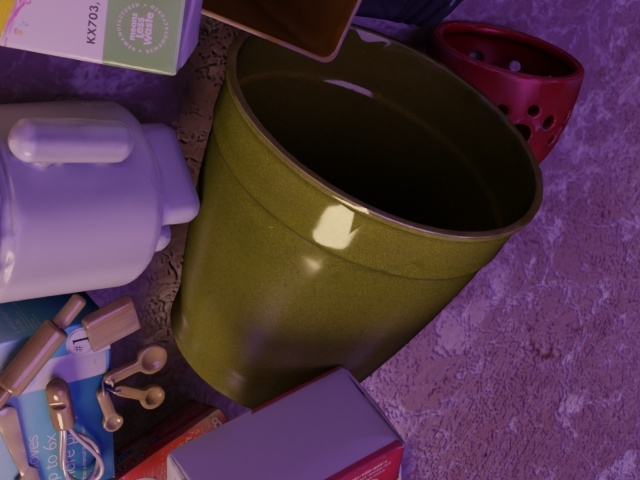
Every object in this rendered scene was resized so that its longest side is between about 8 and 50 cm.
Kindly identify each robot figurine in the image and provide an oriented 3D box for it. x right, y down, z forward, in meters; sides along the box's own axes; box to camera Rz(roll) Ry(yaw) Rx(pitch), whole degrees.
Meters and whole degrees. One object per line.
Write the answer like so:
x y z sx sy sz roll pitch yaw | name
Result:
-0.302 -0.040 1.550 0.354 0.199 0.300 -7 155 -37 | robot figurine

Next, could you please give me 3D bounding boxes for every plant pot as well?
0.000 0.000 1.694 0.367 0.366 0.353 3 131 -35 | plant pot
-0.070 -0.335 1.570 0.212 0.187 0.212 17 103 -38 | plant pot
0.205 -0.154 1.847 0.191 0.191 0.174 -1 117 -33 | plant pot

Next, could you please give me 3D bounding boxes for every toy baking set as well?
-0.266 0.176 1.641 0.256 0.030 0.197 -48 131 -4 | toy baking set

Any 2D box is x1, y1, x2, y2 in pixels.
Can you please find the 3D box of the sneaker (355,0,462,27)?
0.128 -0.351 1.681 0.147 0.104 0.295 12 136 -28 | sneaker

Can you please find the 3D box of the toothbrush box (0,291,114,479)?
-0.385 0.181 1.669 0.296 0.126 0.216 -11 119 -27 | toothbrush box

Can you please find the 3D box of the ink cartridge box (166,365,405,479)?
-0.044 0.309 1.661 0.226 0.131 0.306 -27 145 -25 | ink cartridge box

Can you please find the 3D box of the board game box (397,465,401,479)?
0.063 0.385 2.136 0.103 0.026 0.154 -16 121 -27 | board game box

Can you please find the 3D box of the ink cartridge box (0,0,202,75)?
-0.282 -0.286 1.383 0.354 0.119 0.207 10 112 2 | ink cartridge box

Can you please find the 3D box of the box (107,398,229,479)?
-0.218 0.332 1.813 0.300 0.154 0.142 -35 99 -15 | box
